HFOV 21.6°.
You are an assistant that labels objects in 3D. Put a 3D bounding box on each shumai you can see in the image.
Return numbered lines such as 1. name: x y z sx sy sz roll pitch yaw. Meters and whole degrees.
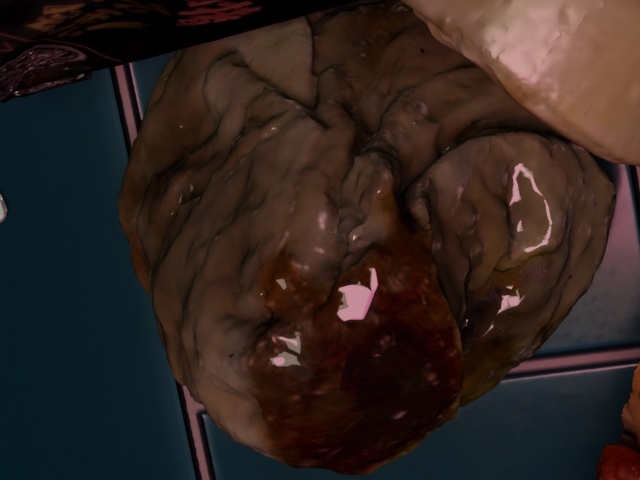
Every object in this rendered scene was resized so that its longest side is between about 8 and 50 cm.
1. shumai: 0.000 0.000 0.998 0.304 0.263 0.309 44 108 -2

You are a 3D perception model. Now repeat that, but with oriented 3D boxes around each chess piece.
1. chess piece: 0.227 -0.262 0.885 0.234 0.234 0.442 38 102 2

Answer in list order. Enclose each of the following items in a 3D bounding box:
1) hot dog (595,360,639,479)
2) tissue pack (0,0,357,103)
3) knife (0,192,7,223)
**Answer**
1. hot dog: 0.331 0.184 0.948 0.365 0.196 0.367 21 107 26
2. tissue pack: -0.121 -0.180 0.968 0.332 0.245 0.123 -15 77 23
3. knife: -0.362 -0.107 1.176 0.331 0.044 0.080 23 100 1
